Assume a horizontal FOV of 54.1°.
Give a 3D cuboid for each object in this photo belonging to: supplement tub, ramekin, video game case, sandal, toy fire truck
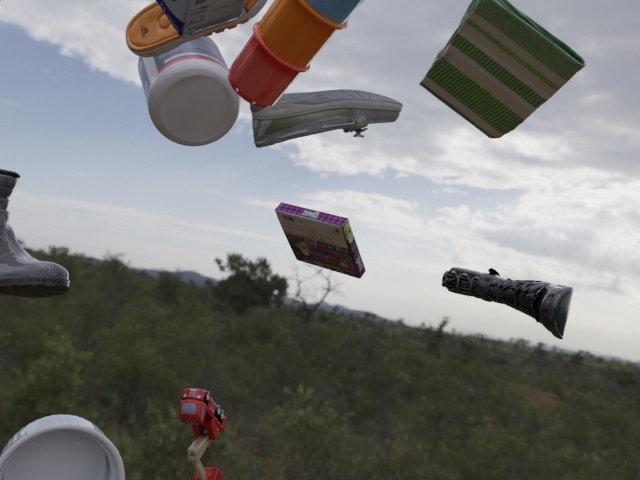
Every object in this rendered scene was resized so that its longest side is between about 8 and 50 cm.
[{"bbox_3d":[-0.291,-0.346,1.360,0.191,0.191,0.272,16,31,-33],"label":"supplement tub"},{"bbox_3d":[-0.591,0.529,1.407,0.277,0.277,0.135,14,-3,-26],"label":"ramekin"},{"bbox_3d":[0.000,0.000,1.751,0.232,0.042,0.210,15,-37,34],"label":"video game case"},{"bbox_3d":[-0.184,-0.332,0.872,0.265,0.102,0.076,-20,-11,22],"label":"sandal"},{"bbox_3d":[-0.229,0.384,1.209,0.047,0.135,0.192,-1,-39,14],"label":"toy fire truck"}]

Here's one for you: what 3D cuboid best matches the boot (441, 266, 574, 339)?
[{"bbox_3d":[0.333,0.100,1.144,0.229,0.091,0.263,13,3,20],"label":"boot"}]

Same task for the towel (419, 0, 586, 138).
[{"bbox_3d":[0.367,-0.357,1.332,0.248,0.038,0.325,38,-24,1],"label":"towel"}]

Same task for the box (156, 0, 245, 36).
[{"bbox_3d":[-0.113,-0.274,0.538,0.072,0.126,0.137,-30,-8,-29],"label":"box"}]

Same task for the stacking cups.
[{"bbox_3d":[0.022,-0.257,0.620,0.096,0.096,0.316,16,-49,-35],"label":"stacking cups"}]

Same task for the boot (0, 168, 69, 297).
[{"bbox_3d":[-0.554,-0.021,1.077,0.338,0.222,0.118,3,-11,26],"label":"boot"}]

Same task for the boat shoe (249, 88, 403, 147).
[{"bbox_3d":[0.014,-0.256,1.319,0.320,0.103,0.118,-6,25,-10],"label":"boat shoe"}]
